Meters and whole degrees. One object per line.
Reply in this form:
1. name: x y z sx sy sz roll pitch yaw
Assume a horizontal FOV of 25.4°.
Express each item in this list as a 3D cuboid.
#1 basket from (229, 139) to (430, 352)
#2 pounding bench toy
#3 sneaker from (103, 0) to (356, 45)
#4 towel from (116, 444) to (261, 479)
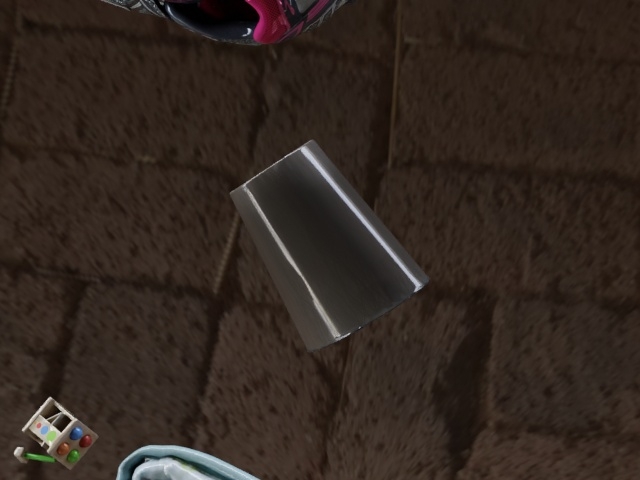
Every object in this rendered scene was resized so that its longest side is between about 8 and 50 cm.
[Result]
1. basket: 0.000 0.000 1.788 0.154 0.204 0.227 -37 96 -46
2. pounding bench toy: -0.320 0.245 1.704 0.065 0.052 0.083 32 77 37
3. sneaker: -0.101 -0.210 1.057 0.299 0.121 0.112 11 43 44
4. towel: 0.027 0.315 1.290 0.374 0.320 0.090 23 76 30
